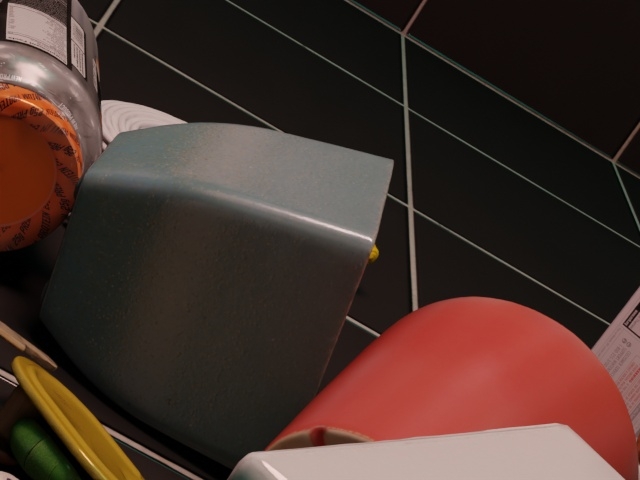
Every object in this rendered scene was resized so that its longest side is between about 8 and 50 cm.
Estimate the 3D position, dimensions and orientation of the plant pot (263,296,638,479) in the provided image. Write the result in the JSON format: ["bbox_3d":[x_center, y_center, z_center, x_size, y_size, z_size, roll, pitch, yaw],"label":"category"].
[{"bbox_3d":[0.080,0.200,1.320,0.275,0.275,0.243,40,30,18],"label":"plant pot"}]

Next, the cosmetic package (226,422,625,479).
[{"bbox_3d":[0.095,0.343,0.852,0.394,0.329,0.327,45,23,29],"label":"cosmetic package"}]

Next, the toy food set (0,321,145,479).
[{"bbox_3d":[-0.203,0.158,1.254,0.218,0.071,0.128,47,-1,29],"label":"toy food set"}]

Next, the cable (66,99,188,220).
[{"bbox_3d":[-0.158,-0.058,1.800,0.257,0.089,0.257,26,20,-19],"label":"cable"}]

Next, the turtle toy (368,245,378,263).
[{"bbox_3d":[0.000,0.000,1.947,0.130,0.066,0.095,19,24,-35],"label":"turtle toy"}]

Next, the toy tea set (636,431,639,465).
[{"bbox_3d":[0.394,0.293,1.472,0.200,0.124,0.336,-8,63,-21],"label":"toy tea set"}]

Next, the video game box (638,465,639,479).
[{"bbox_3d":[0.355,0.283,1.579,0.205,0.048,0.187,15,32,-43],"label":"video game box"}]

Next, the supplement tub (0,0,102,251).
[{"bbox_3d":[-0.303,-0.126,1.578,0.193,0.193,0.316,26,21,-20],"label":"supplement tub"}]

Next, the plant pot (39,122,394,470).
[{"bbox_3d":[-0.099,0.025,1.481,0.252,0.247,0.248,21,20,-1],"label":"plant pot"}]

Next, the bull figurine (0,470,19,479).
[{"bbox_3d":[-0.227,0.228,0.972,0.188,0.101,0.310,42,20,19],"label":"bull figurine"}]

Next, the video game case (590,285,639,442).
[{"bbox_3d":[0.381,0.195,1.765,0.244,0.269,0.061,42,19,23],"label":"video game case"}]
